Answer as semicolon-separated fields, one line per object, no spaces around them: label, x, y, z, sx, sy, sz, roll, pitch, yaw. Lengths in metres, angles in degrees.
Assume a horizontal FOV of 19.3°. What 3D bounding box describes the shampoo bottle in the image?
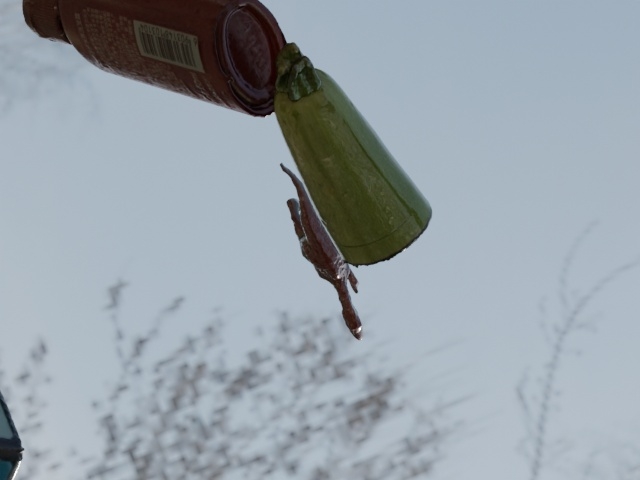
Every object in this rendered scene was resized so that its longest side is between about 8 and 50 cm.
shampoo bottle;-0.155;-0.191;1.698;0.314;0.076;0.118;20;-31;46

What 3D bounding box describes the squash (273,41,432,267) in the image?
squash;0.014;-0.081;1.588;0.094;0.094;0.224;33;-21;50

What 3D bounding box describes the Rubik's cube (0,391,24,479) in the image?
Rubik's cube;-0.331;0.149;1.311;0.183;0.167;0.180;53;-56;47

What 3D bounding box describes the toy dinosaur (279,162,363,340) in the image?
toy dinosaur;0.000;0.000;2.193;0.242;0.053;0.167;69;1;-61
